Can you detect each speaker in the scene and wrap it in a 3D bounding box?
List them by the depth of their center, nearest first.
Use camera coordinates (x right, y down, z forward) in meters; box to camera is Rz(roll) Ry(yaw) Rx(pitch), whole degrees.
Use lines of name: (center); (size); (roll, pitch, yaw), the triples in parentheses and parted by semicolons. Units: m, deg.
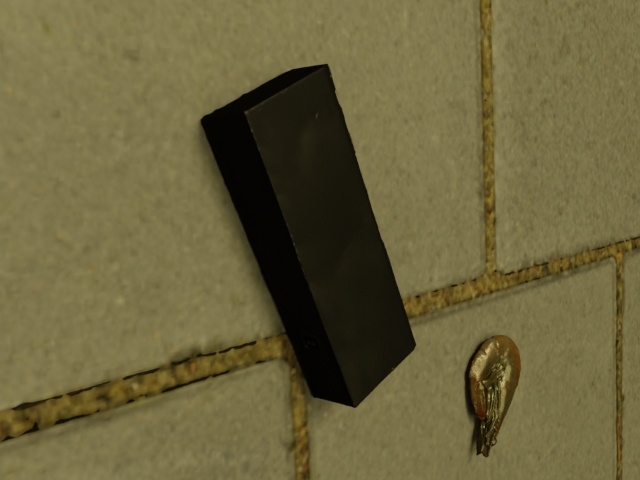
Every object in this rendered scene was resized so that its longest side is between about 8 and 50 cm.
speaker: (0.000, 0.000, 0.543); (0.082, 0.044, 0.218); (-39, 119, -36)

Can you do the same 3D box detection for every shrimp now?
shrimp: (0.148, 0.135, 0.717); (0.059, 0.023, 0.108); (31, 72, -32)
